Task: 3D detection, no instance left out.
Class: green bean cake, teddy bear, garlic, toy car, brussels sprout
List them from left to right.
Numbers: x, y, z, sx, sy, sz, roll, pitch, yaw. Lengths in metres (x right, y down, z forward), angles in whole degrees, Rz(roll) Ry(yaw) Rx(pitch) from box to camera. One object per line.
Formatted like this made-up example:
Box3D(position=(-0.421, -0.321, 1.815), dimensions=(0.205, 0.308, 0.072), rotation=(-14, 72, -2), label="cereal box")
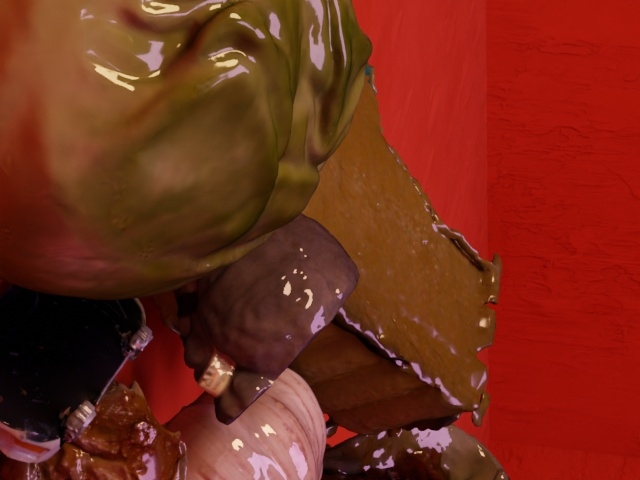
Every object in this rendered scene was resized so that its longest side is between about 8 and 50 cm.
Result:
Box3D(position=(-0.169, 0.068, 1.142), dimensions=(0.056, 0.095, 0.205), rotation=(-51, -176, 23), label="toy car")
Box3D(position=(-0.102, -0.121, 1.010), dimensions=(0.328, 0.247, 0.328), rotation=(9, 90, -81), label="brussels sprout")
Box3D(position=(-0.080, -0.008, 1.278), dimensions=(0.144, 0.251, 0.171), rotation=(-45, 167, 36), label="teddy bear")
Box3D(position=(-0.050, 0.222, 1.417), dimensions=(0.199, 0.226, 0.199), rotation=(-43, -177, 3), label="garlic")
Box3D(position=(0.000, 0.000, 1.528), dimensions=(0.310, 0.202, 0.285), rotation=(40, 45, -33), label="green bean cake")

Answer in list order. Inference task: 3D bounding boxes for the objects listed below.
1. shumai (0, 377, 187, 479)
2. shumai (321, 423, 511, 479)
Box3D(position=(-0.145, 0.143, 1.215), dimensions=(0.145, 0.116, 0.145), rotation=(6, 90, -80), label="shumai")
Box3D(position=(0.029, 0.316, 1.698), dimensions=(0.292, 0.288, 0.330), rotation=(53, 43, -74), label="shumai")
